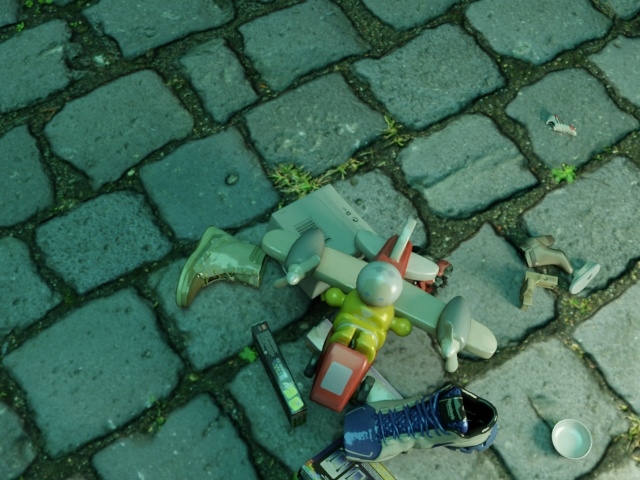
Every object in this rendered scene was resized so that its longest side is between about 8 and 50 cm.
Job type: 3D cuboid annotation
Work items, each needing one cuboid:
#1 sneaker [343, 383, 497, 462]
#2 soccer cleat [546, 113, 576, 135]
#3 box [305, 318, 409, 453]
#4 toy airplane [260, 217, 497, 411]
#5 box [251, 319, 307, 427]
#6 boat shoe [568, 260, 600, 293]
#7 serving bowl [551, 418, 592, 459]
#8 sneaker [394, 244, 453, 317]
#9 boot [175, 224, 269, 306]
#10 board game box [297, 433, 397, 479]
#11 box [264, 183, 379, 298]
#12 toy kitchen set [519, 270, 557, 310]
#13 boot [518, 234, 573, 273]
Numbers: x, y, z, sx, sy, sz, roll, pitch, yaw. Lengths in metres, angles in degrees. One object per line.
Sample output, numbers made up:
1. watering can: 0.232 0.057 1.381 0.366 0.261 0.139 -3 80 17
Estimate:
1. sneaker: 0.200 0.339 1.524 0.315 0.182 0.128 -3 62 -4
2. soccer cleat: 0.613 -0.288 2.017 0.035 0.029 0.083 -42 68 -11
3. box: 0.095 0.305 1.676 0.063 0.067 0.324 -38 71 -19
4. toy airplane: 0.113 0.104 1.550 0.386 0.272 0.384 -15 67 -14
5. box: -0.087 0.279 1.656 0.036 0.114 0.207 -23 65 -12
6. boat shoe: 0.600 0.083 1.826 0.100 0.035 0.035 -42 44 -16
7. serving bowl: 0.521 0.417 1.653 0.083 0.027 0.083 1 62 -1
8. sneaker: 0.162 0.108 1.761 0.276 0.098 0.135 -38 70 -21
9. boot: -0.217 0.077 1.775 0.165 0.077 0.213 20 58 7
10. board game box: 0.061 0.481 1.565 0.141 0.048 0.170 -27 59 -36
11. box: 0.000 0.000 1.776 0.182 0.119 0.181 -30 68 -32
12. toy kitchen set: 0.495 0.112 1.785 0.075 0.068 0.083 11 64 4
13. boot: 0.520 0.042 1.841 0.087 0.042 0.118 -24 65 -6
